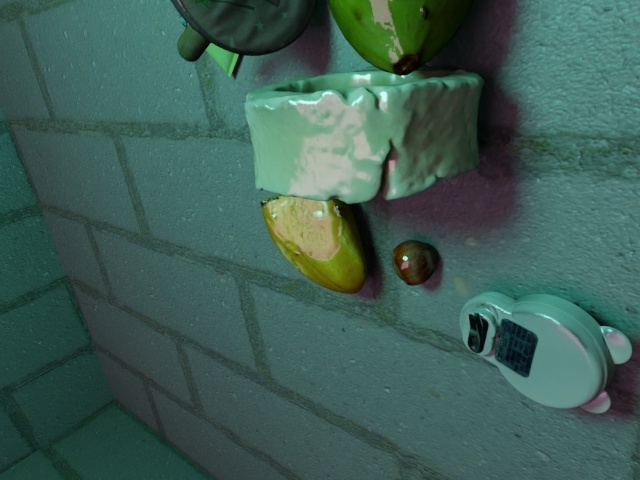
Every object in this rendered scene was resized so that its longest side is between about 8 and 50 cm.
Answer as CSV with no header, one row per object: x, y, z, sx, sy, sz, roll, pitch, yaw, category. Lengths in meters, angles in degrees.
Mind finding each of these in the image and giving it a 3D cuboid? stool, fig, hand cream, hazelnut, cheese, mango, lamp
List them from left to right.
-0.237,-0.446,1.043,0.175,0.046,0.095,45,136,6,hand cream
-0.155,-0.439,0.816,0.179,0.272,0.271,13,122,57,stool
0.000,0.000,1.003,0.187,0.138,0.256,-20,102,30,mango
0.063,-0.166,0.723,0.333,0.292,0.153,8,118,33,cheese
0.112,-0.325,0.627,0.203,0.203,0.225,-29,59,49,fig
0.173,0.038,0.902,0.086,0.086,0.086,23,127,34,hazelnut
0.345,0.160,0.774,0.246,0.108,0.179,24,124,36,lamp
